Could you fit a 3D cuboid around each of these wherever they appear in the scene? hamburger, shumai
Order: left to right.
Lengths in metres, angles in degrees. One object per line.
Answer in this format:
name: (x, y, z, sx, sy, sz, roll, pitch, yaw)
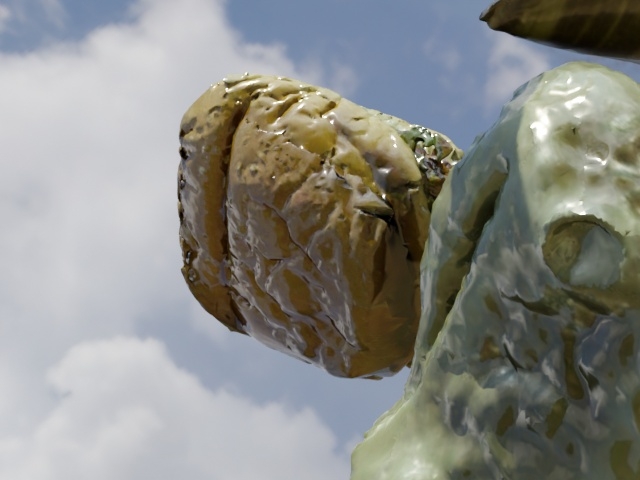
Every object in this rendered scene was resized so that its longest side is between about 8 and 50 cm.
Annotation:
hamburger: (0.000, 0.000, 0.940, 0.130, 0.206, 0.183, -50, -29, -48)
shumai: (0.105, 0.071, 0.685, 0.222, 0.225, 0.260, -29, -51, -14)

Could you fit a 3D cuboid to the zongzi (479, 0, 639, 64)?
zongzi: (0.266, -0.218, 0.838, 0.432, 0.403, 0.207, -1, -49, -7)
